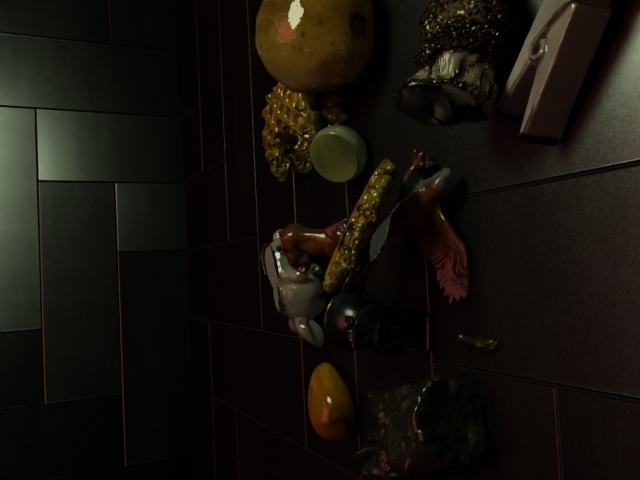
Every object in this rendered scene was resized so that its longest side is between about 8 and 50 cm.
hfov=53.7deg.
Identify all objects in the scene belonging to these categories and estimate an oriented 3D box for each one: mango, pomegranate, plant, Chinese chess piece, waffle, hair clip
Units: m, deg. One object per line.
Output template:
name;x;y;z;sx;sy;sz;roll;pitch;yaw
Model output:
mango;0.024;0.416;1.649;0.219;0.113;0.144;-102;25;-46
pomegranate;-0.006;-0.487;1.482;0.307;0.308;0.307;7;97;64
plant;0.184;0.380;1.235;0.276;0.199;0.188;-50;41;48
Chinese chess piece;0.045;-0.212;1.544;0.144;0.058;0.144;17;127;24
waffle;0.079;-0.031;1.260;0.291;0.051;0.291;-63;-2;-4
hair clip;0.364;-0.308;0.932;0.101;0.085;0.330;-97;18;-54
waffle;-0.056;-0.319;1.724;0.324;0.151;0.261;-24;73;61

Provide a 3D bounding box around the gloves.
gloves;0.241;-0.333;1.091;0.210;0.135;0.312;-2;60;58

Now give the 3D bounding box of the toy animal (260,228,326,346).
toy animal;-0.069;0.130;1.766;0.208;0.154;0.325;-173;78;-70

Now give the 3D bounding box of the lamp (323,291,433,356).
lamp;0.114;0.190;1.379;0.227;0.172;0.147;-176;86;-65

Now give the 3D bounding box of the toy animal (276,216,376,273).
toy animal;0.000;0.000;1.570;0.097;0.313;0.157;-68;-30;-42

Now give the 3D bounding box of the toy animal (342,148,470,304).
toy animal;0.172;-0.027;1.304;0.284;0.225;0.301;-14;57;64

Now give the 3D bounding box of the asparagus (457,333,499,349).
asparagus;0.292;0.189;1.175;0.108;0.025;0.021;-2;80;64
